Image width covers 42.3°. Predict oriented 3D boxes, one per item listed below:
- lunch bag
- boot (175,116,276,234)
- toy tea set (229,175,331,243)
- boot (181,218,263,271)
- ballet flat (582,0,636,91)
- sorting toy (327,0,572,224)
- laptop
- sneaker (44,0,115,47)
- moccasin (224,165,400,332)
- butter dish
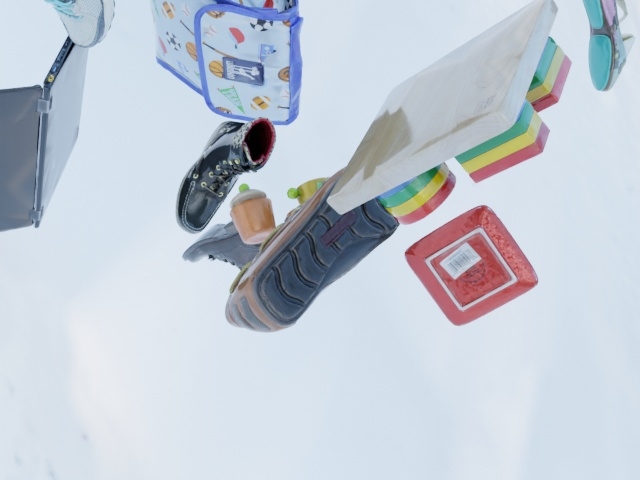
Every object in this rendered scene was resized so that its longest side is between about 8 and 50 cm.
[{"bbox_3d":[-0.194,-0.455,1.780,0.385,0.327,0.239,39,62,22],"label":"lunch bag"},{"bbox_3d":[-0.176,-0.123,1.513,0.085,0.179,0.236,30,77,-25],"label":"boot"},{"bbox_3d":[-0.003,-0.083,1.451,0.336,0.200,0.124,-1,65,-42],"label":"toy tea set"},{"bbox_3d":[-0.152,0.062,1.750,0.229,0.263,0.091,55,40,-12],"label":"boot"},{"bbox_3d":[0.511,-0.376,1.459,0.077,0.079,0.221,-141,-149,-65],"label":"ballet flat"},{"bbox_3d":[0.163,-0.137,0.976,0.089,0.255,0.257,46,45,-18],"label":"sorting toy"},{"bbox_3d":[-0.596,-0.208,1.492,0.237,0.382,0.407,17,50,-10],"label":"laptop"},{"bbox_3d":[-0.386,-0.383,1.179,0.283,0.110,0.122,84,25,-51],"label":"sneaker"},{"bbox_3d":[0.002,0.002,1.246,0.139,0.147,0.380,49,57,-16],"label":"moccasin"},{"bbox_3d":[0.241,0.027,1.312,0.159,0.160,0.118,54,22,-9],"label":"butter dish"}]
